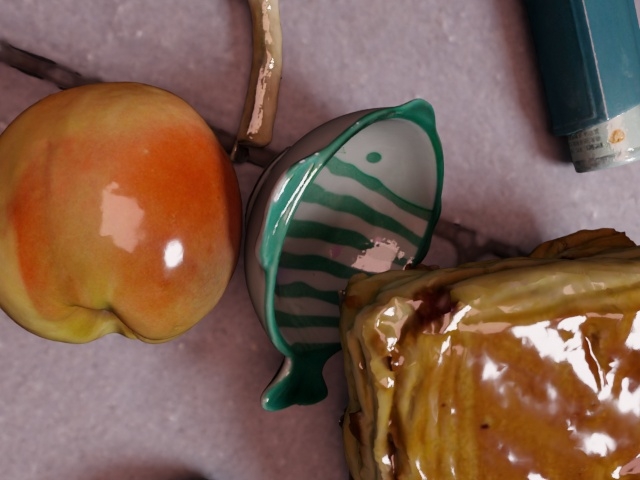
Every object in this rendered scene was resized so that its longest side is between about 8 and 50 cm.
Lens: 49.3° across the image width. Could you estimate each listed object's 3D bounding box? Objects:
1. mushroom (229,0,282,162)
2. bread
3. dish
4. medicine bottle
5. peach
[{"bbox_3d":[-0.051,-0.155,0.548,0.060,0.061,0.187,-2,95,-17],"label":"mushroom"},{"bbox_3d":[0.176,0.130,0.537,0.324,0.167,0.278,-9,105,-6],"label":"bread"},{"bbox_3d":[0.000,0.000,0.525,0.078,0.224,0.246,28,99,32],"label":"dish"},{"bbox_3d":[0.205,-0.184,0.586,0.124,0.079,0.259,-17,94,-14],"label":"medicine bottle"},{"bbox_3d":[-0.139,-0.019,0.473,0.184,0.184,0.184,0,90,-11],"label":"peach"}]
